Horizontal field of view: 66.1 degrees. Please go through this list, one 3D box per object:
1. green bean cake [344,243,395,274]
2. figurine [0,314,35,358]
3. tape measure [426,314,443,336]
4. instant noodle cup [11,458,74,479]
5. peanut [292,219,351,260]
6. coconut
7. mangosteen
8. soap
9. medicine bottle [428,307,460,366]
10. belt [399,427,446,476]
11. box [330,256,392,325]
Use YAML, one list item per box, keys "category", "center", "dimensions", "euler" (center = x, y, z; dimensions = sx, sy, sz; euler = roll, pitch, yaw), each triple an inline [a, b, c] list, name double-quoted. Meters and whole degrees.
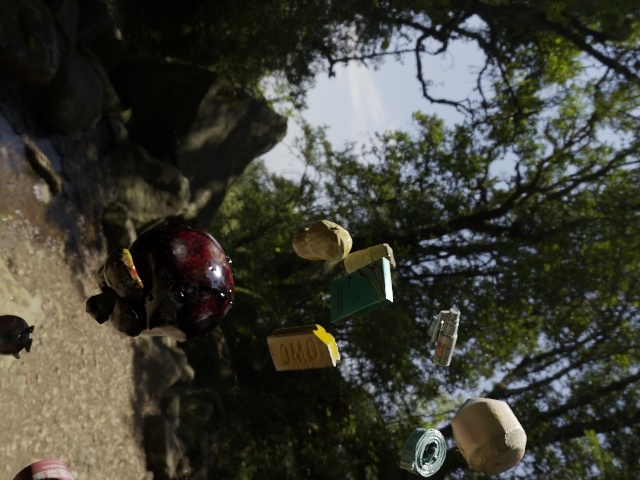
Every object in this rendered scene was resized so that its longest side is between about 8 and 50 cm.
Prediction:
- category: "green bean cake"
  center: [0.186, 0.079, 1.853]
  dimensions: [0.109, 0.179, 0.085]
  euler: [33, 41, -68]
- category: "figurine"
  center: [-0.908, 0.277, 1.424]
  dimensions: [0.125, 0.138, 0.125]
  euler: [-28, -123, 53]
- category: "tape measure"
  center: [0.458, 0.344, 1.967]
  dimensions: [0.094, 0.054, 0.091]
  euler: [65, 45, -75]
- category: "instant noodle cup"
  center: [-0.907, 0.851, 1.613]
  dimensions: [0.178, 0.234, 0.235]
  euler: [37, -34, 44]
- category: "peanut"
  center: [0.000, 0.000, 1.809]
  dimensions: [0.319, 0.147, 0.148]
  euler: [0, -79, 59]
- category: "coconut"
  center: [0.521, 0.604, 1.559]
  dimensions: [0.234, 0.224, 0.224]
  euler: [-131, -154, -50]
- category: "mangosteen"
  center: [-0.474, 0.123, 1.521]
  dimensions: [0.381, 0.421, 0.381]
  euler: [-31, -127, 52]
- category: "soap"
  center: [-0.060, 0.375, 1.719]
  dimensions: [0.073, 0.232, 0.140]
  euler: [-37, 113, -63]
- category: "medicine bottle"
  center: [0.438, 0.343, 1.747]
  dimensions: [0.061, 0.092, 0.221]
  euler: [-118, -147, -62]
- category: "belt"
  center: [0.365, 0.738, 1.715]
  dimensions: [0.082, 0.147, 0.163]
  euler: [-24, -143, 55]
- category: "box"
  center: [0.130, 0.170, 1.622]
  dimensions: [0.041, 0.229, 0.162]
  euler: [36, 39, -35]
